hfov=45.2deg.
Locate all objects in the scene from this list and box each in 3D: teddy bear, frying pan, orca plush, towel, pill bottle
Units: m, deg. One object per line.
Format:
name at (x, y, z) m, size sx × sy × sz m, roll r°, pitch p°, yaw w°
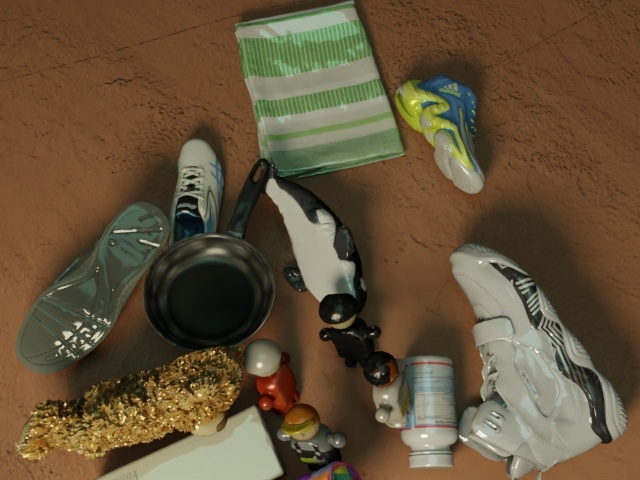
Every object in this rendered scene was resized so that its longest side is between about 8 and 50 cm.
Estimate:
teddy bear at (-0.260, 0.247, 1.086) m, size 0.338 × 0.245 × 0.113 m, roll -16°, pitch 78°, yaw -2°
frying pan at (-0.172, 0.023, 1.192) m, size 0.197 × 0.053 × 0.326 m, roll -3°, pitch 61°, yaw -4°
orca plush at (0.000, 0.000, 1.271) m, size 0.287 × 0.102 × 0.151 m, roll 46°, pitch 121°, yaw 25°
towel at (-0.011, -0.273, 1.376) m, size 0.248 × 0.038 × 0.325 m, roll -13°, pitch 70°, yaw -5°
pill bottle at (0.162, 0.258, 1.154) m, size 0.087 × 0.087 × 0.160 m, roll -1°, pitch 70°, yaw 0°

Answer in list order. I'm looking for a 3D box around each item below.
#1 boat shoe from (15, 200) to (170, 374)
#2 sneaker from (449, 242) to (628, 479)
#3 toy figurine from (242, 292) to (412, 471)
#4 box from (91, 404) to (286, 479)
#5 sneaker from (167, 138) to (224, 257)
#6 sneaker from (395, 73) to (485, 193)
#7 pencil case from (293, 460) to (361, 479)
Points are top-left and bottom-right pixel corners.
boat shoe at (-0.355, 0.074, 1.225) m, size 0.118 × 0.103 × 0.320 m, roll 36°, pitch 86°, yaw -6°
sneaker at (0.268, 0.187, 1.151) m, size 0.210 × 0.137 × 0.366 m, roll -33°, pitch 76°, yaw -13°
toy figurine at (0.012, 0.200, 1.107) m, size 0.213 × 0.148 × 0.209 m, roll -28°, pitch 39°, yaw -8°
box at (-0.195, 0.350, 1.122) m, size 0.275 × 0.094 × 0.113 m, roll -22°, pitch 72°, yaw -7°
sneaker at (-0.209, -0.068, 1.280) m, size 0.085 × 0.086 × 0.237 m, roll -1°, pitch 69°, yaw 2°
sneaker at (0.237, -0.198, 1.317) m, size 0.126 × 0.091 × 0.240 m, roll -29°, pitch 72°, yaw -10°
pencil case at (-0.050, 0.385, 1.055) m, size 0.236 × 0.104 × 0.104 m, roll -29°, pitch 70°, yaw 20°
